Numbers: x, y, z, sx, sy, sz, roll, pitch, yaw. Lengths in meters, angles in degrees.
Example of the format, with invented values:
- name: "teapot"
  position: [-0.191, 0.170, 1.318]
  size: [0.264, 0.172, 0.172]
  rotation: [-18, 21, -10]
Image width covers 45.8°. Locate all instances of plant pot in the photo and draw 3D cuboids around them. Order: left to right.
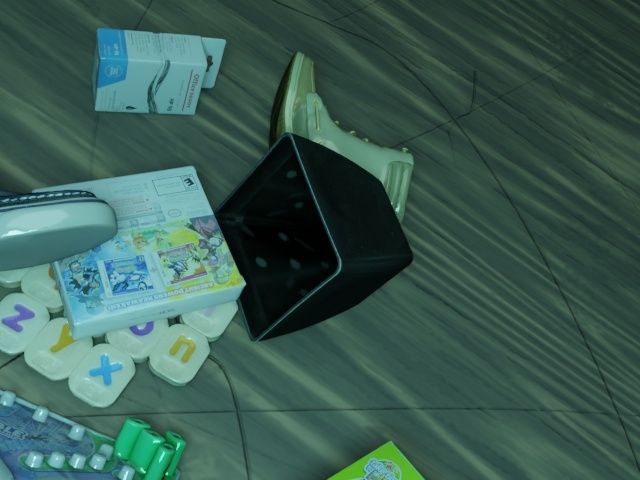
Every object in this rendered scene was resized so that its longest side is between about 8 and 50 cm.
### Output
- name: "plant pot"
  position: [0.000, 0.000, 0.947]
  size: [0.167, 0.187, 0.188]
  rotation: [1, 57, -42]

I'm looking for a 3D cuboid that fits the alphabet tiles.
- name: "alphabet tiles"
  position: [-0.248, 0.055, 0.908]
  size: [0.284, 0.021, 0.278]
  rotation: [30, 51, 1]

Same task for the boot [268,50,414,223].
- name: "boot"
  position: [0.031, -0.147, 1.110]
  size: [0.203, 0.095, 0.262]
  rotation: [9, 60, -14]

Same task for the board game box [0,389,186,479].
- name: "board game box"
  position: [-0.310, 0.162, 0.609]
  size: [0.390, 0.390, 0.050]
  rotation: [24, 92, -4]

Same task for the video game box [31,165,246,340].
- name: "video game box"
  position: [-0.218, 0.007, 0.909]
  size: [0.205, 0.048, 0.187]
  rotation: [-12, 60, -28]

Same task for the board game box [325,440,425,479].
- name: "board game box"
  position: [0.073, 0.374, 0.668]
  size: [0.233, 0.078, 0.347]
  rotation: [-25, 45, -23]

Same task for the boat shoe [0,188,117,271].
- name: "boat shoe"
  position: [-0.394, -0.047, 0.794]
  size: [0.341, 0.127, 0.158]
  rotation: [-10, 76, -8]

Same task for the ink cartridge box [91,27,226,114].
- name: "ink cartridge box"
  position: [-0.224, -0.235, 1.069]
  size: [0.180, 0.104, 0.060]
  rotation: [-2, 57, -22]
